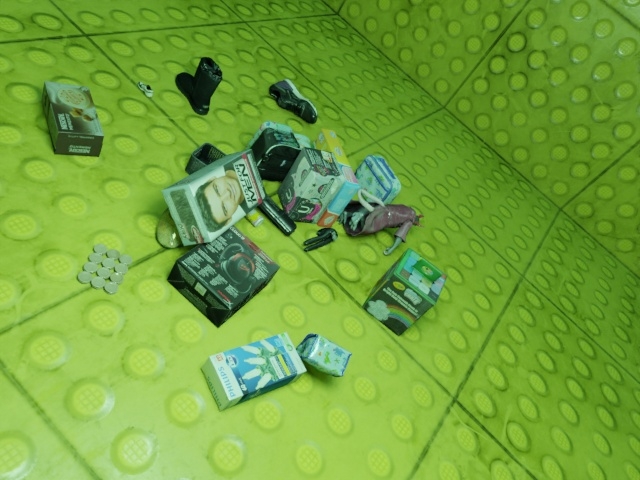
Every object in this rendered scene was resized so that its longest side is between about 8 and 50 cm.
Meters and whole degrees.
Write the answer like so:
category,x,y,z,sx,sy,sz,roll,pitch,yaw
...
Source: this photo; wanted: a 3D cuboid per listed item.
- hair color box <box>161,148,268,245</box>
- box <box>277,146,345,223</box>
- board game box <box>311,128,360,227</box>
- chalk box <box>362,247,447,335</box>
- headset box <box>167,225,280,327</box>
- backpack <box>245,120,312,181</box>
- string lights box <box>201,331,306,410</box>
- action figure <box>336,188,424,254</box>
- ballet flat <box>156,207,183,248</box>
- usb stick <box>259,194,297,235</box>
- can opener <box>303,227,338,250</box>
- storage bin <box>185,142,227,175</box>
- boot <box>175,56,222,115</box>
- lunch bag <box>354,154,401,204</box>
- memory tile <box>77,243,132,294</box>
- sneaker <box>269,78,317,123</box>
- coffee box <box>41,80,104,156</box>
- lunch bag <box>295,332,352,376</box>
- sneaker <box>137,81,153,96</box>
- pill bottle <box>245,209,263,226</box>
category,x,y,z,sx,sy,sz,roll,pitch,yaw
hair color box,-0.323,-0.147,1.668,0.374,0.114,0.185,-48,126,-56
box,-0.041,-0.203,1.965,0.142,0.247,0.163,4,49,-32
board game box,0.024,-0.248,2.064,0.064,0.242,0.316,4,49,-32
chalk box,0.316,0.164,1.837,0.180,0.289,0.179,39,39,1
headset box,-0.283,0.094,1.604,0.218,0.110,0.293,41,40,5
backpack,-0.156,-0.336,2.033,0.254,0.225,0.190,7,53,-37
string lights box,-0.183,0.359,1.446,0.260,0.076,0.133,-10,60,-42
action figure,0.266,-0.111,2.105,0.371,0.275,0.248,-1,45,-20
ballet flat,-0.424,-0.115,1.702,0.123,0.123,0.348,32,40,-6
usb stick,-0.193,-0.129,1.901,0.278,0.045,0.077,47,25,-5
can opener,0.000,0.000,1.961,0.186,0.073,0.059,-32,113,-46
storage bin,-0.384,-0.258,1.897,0.180,0.084,0.122,35,40,-2
boot,-0.491,-0.665,2.118,0.094,0.207,0.246,-9,57,-41
lunch bag,0.247,-0.260,2.291,0.090,0.176,0.218,-6,56,-40
memory tile,-0.603,0.079,1.461,0.113,0.012,0.147,24,40,-15
sneaker,-0.136,-0.640,2.463,0.124,0.107,0.283,-29,67,-33
coffee box,-0.814,-0.397,1.702,0.141,0.098,0.246,-3,53,-38
lunch bag,0.003,0.343,1.548,0.129,0.151,0.096,31,65,-9
sneaker,-0.686,-0.603,2.048,0.083,0.037,0.032,45,42,11
pill bottle,-0.246,-0.090,1.865,0.083,0.043,0.043,45,40,10
